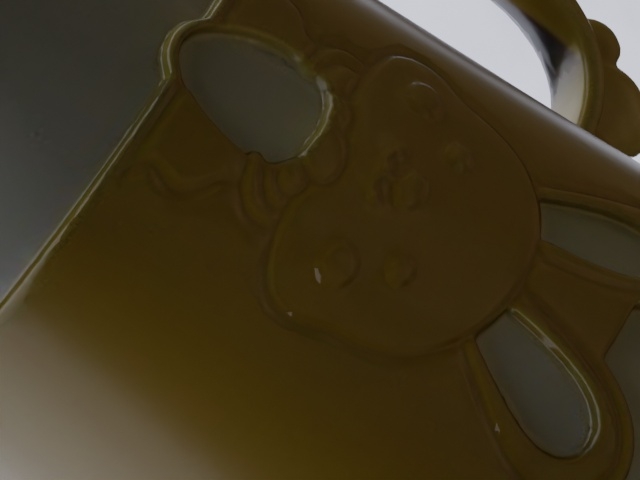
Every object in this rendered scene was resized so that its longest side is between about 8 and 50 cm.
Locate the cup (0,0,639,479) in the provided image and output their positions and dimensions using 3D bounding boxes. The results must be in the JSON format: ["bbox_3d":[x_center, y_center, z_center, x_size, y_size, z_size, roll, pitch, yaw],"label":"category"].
[{"bbox_3d":[0.000,0.000,0.473,0.226,0.185,0.241,36,-122,-13],"label":"cup"}]
